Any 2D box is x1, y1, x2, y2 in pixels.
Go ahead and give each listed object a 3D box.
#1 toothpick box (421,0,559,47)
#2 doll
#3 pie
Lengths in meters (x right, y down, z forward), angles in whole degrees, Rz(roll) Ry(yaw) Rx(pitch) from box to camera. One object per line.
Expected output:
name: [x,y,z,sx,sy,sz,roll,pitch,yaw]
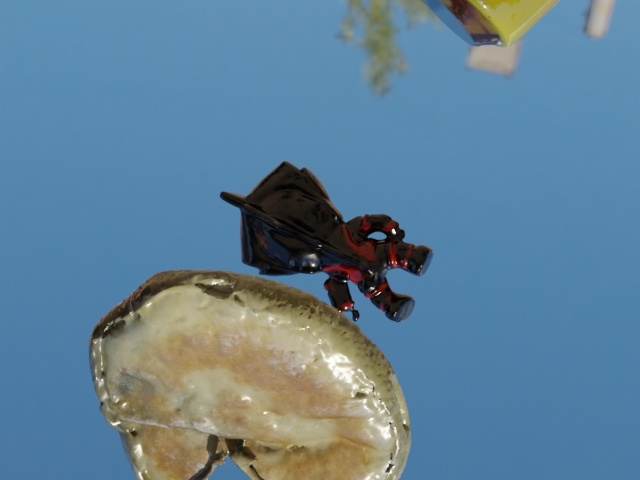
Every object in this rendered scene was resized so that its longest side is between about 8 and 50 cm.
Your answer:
toothpick box: [0.186,-0.306,1.432,0.175,0.271,0.175,39,178,1]
doll: [0.000,0.002,1.802,0.249,0.088,0.127,22,-110,16]
pie: [-0.071,0.155,1.581,0.338,0.337,0.075,13,-146,7]
